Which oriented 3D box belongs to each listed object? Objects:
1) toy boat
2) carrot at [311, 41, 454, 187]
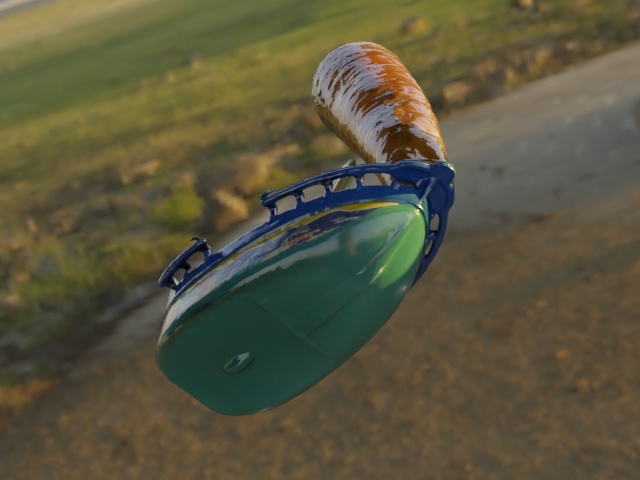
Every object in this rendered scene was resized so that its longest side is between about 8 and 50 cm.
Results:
[{"bbox_3d":[0.000,0.000,0.807,0.175,0.091,0.110,-35,27,37],"label":"toy boat"},{"bbox_3d":[0.040,-0.056,0.959,0.061,0.061,0.209,-18,22,-3],"label":"carrot"}]
